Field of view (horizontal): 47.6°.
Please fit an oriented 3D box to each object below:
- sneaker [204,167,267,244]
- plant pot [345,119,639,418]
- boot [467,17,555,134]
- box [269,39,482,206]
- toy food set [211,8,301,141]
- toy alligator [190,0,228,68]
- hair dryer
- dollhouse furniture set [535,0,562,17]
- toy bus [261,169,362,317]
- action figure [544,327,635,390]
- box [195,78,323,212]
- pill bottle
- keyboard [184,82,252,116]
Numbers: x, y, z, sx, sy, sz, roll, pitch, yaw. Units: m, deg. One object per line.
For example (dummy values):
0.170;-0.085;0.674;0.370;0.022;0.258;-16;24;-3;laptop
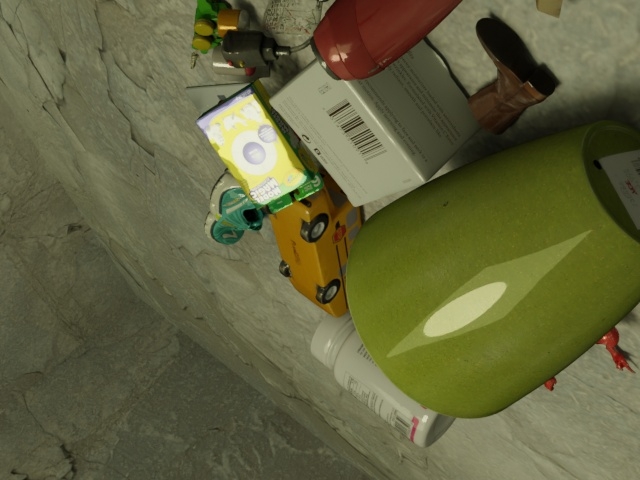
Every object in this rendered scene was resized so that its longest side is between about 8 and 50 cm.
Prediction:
-0.168;-0.050;1.484;0.110;0.107;0.275;34;157;4;sneaker
0.215;0.011;0.749;0.275;0.275;0.293;46;141;0;plant pot
0.178;-0.167;0.760;0.106;0.037;0.114;49;162;-1;boot
0.062;-0.155;0.867;0.181;0.119;0.182;51;158;-10;box
-0.090;-0.219;1.065;0.104;0.111;0.232;5;134;7;toy food set
-0.166;-0.314;1.099;0.051;0.056;0.190;7;160;-11;toy alligator
0.027;-0.267;0.697;0.293;0.224;0.080;12;-173;24;hair dryer
0.218;-0.244;0.589;0.081;0.091;0.114;-5;167;11;dollhouse furniture set
0.000;0.000;1.223;0.108;0.130;0.333;34;155;29;toy bus
0.302;0.144;0.988;0.139;0.091;0.280;58;157;-12;action figure
-0.082;-0.123;1.024;0.105;0.043;0.179;-26;111;25;box
0.128;0.242;1.367;0.283;0.160;0.160;34;155;28;pill bottle
-0.164;-0.240;1.268;0.256;0.014;0.072;13;135;53;keyboard
